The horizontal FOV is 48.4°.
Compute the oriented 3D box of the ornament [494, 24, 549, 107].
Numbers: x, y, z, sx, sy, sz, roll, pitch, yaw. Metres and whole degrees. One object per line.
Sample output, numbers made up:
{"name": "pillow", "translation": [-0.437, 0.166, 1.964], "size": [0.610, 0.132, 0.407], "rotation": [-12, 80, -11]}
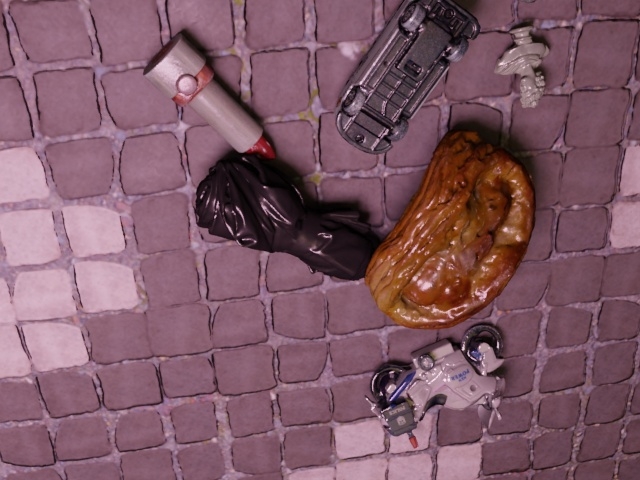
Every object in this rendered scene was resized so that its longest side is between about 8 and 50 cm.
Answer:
{"name": "ornament", "translation": [0.252, -0.216, 0.874], "size": [0.068, 0.041, 0.092], "rotation": [-40, 107, 5]}

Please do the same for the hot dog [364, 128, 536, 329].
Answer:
{"name": "hot dog", "translation": [0.167, -0.003, 0.882], "size": [0.175, 0.114, 0.259], "rotation": [30, 88, -32]}

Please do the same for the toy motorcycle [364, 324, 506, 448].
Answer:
{"name": "toy motorcycle", "translation": [0.182, 0.227, 1.061], "size": [0.221, 0.102, 0.150], "rotation": [-23, 97, -1]}

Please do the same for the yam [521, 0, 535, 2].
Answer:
{"name": "yam", "translation": [0.322, -0.354, 0.778], "size": [0.259, 0.106, 0.106], "rotation": [-26, 118, 6]}

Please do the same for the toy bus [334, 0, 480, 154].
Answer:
{"name": "toy bus", "translation": [0.089, -0.198, 0.827], "size": [0.087, 0.089, 0.194], "rotation": [28, 109, -23]}

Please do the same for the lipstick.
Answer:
{"name": "lipstick", "translation": [-0.116, -0.152, 0.837], "size": [0.063, 0.057, 0.186], "rotation": [-42, 118, 12]}

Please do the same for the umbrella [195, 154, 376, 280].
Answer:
{"name": "umbrella", "translation": [0.000, 0.000, 0.907], "size": [0.340, 0.118, 0.118], "rotation": [27, 109, -23]}
